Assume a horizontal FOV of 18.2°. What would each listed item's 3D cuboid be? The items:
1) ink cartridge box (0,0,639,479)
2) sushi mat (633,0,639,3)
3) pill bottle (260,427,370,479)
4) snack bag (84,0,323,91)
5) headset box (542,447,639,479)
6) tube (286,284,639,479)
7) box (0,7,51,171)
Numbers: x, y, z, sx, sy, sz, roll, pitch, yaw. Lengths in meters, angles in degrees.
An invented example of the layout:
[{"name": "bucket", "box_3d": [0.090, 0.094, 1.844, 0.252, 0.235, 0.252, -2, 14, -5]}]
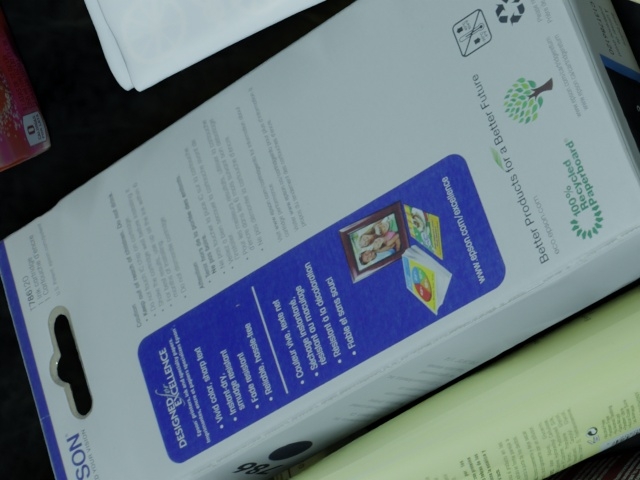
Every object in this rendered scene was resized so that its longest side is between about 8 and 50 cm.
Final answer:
[{"name": "ink cartridge box", "box_3d": [0.000, 0.000, 0.914, 0.332, 0.065, 0.165, -30, 66, 27]}, {"name": "sushi mat", "box_3d": [0.130, -0.190, 0.885, 0.316, 0.019, 0.151, 23, 110, 14]}, {"name": "pill bottle", "box_3d": [-0.029, 0.149, 0.991, 0.137, 0.078, 0.078, -33, 91, 23]}, {"name": "snack bag", "box_3d": [-0.021, -0.282, 0.887, 0.323, 0.037, 0.343, -23, 89, 19]}, {"name": "headset box", "box_3d": [0.185, 0.204, 0.904, 0.293, 0.110, 0.218, -16, 94, 24]}, {"name": "tube", "box_3d": [0.060, 0.094, 0.898, 0.240, 0.062, 0.070, -27, 109, -6]}, {"name": "box", "box_3d": [-0.252, -0.133, 0.979, 0.128, 0.122, 0.257, -18, 96, 23]}]
